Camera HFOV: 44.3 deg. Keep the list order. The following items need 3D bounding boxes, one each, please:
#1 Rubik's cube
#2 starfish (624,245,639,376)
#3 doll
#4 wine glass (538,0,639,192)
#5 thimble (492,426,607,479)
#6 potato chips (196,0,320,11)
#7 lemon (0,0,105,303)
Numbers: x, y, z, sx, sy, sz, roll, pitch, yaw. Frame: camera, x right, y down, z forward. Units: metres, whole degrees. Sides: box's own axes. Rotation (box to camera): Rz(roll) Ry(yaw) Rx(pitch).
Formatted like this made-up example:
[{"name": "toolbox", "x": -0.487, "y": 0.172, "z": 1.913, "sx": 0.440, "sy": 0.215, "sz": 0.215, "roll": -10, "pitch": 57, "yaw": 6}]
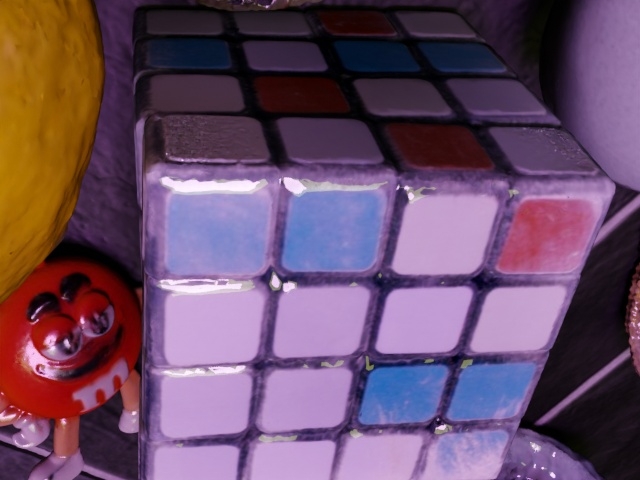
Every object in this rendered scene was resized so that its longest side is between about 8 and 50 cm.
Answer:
[{"name": "Rubik's cube", "x": 0.001, "y": 0.000, "z": 0.550, "sx": 0.256, "sy": 0.253, "sz": 0.259, "roll": -1, "pitch": 124, "yaw": -12}, {"name": "starfish", "x": 0.392, "y": 0.002, "z": 0.682, "sx": 0.384, "sy": 0.132, "sz": 0.398, "roll": 19, "pitch": 131, "yaw": 18}, {"name": "doll", "x": -0.198, "y": 0.097, "z": 0.663, "sx": 0.183, "sy": 0.085, "sz": 0.217, "roll": -30, "pitch": 126, "yaw": -39}, {"name": "wine glass", "x": 0.167, "y": -0.217, "z": 0.368, "sx": 0.267, "sy": 0.267, "sz": 0.406, "roll": -38, "pitch": 141, "yaw": 14}, {"name": "thimble", "x": 0.200, "y": 0.330, "z": 0.866, "sx": 0.250, "sy": 0.205, "sz": 0.172, "roll": -2, "pitch": 133, "yaw": -32}, {"name": "potato chips", "x": -0.047, "y": -0.252, "z": 0.488, "sx": 0.202, "sy": 0.029, "sz": 0.220, "roll": 12, "pitch": 121, "yaw": -10}, {"name": "lemon", "x": -0.267, "y": -0.090, "z": 0.374, "sx": 0.364, "sy": 0.364, "sz": 0.364, "roll": -7, "pitch": 126, "yaw": -9}]
